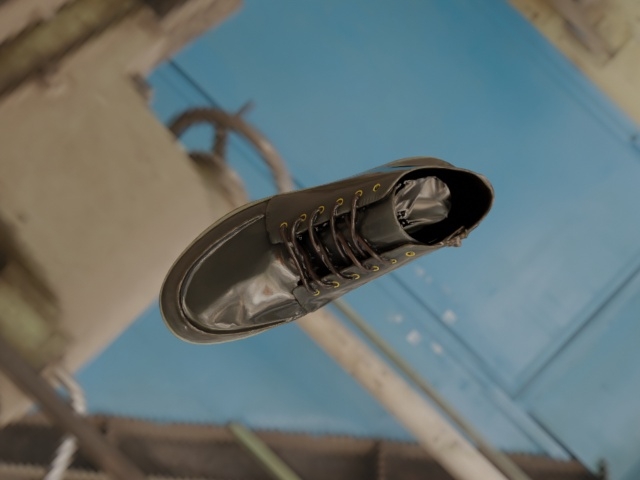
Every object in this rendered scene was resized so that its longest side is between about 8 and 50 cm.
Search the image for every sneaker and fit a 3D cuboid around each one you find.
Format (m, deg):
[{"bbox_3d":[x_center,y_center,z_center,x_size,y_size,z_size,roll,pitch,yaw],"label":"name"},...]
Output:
[{"bbox_3d":[0.000,0.000,1.138,0.222,0.083,0.118,-26,-177,-8],"label":"sneaker"}]
